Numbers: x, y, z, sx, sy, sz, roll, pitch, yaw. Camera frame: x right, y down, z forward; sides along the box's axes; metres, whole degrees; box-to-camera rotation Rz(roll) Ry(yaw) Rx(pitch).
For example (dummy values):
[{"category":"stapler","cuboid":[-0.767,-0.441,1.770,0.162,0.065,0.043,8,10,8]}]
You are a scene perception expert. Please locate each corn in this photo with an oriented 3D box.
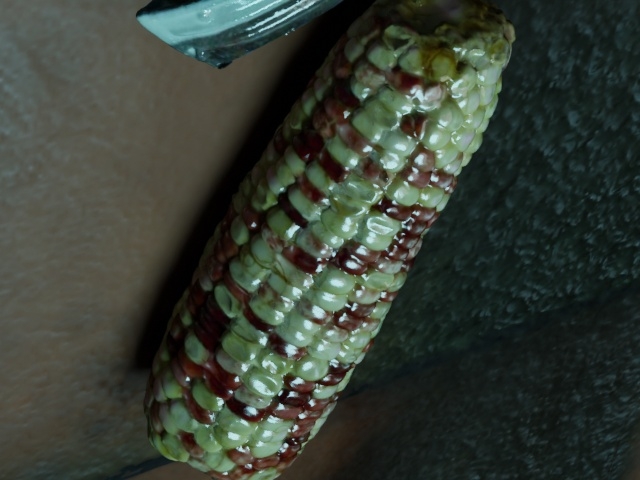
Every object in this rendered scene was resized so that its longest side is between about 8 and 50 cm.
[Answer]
[{"category":"corn","cuboid":[0.000,0.000,0.754,0.086,0.086,0.253,3,128,-42]}]

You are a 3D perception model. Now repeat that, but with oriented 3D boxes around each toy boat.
[{"category":"toy boat","cuboid":[-0.009,-0.119,0.646,0.140,0.059,0.066,-35,115,-6]}]
